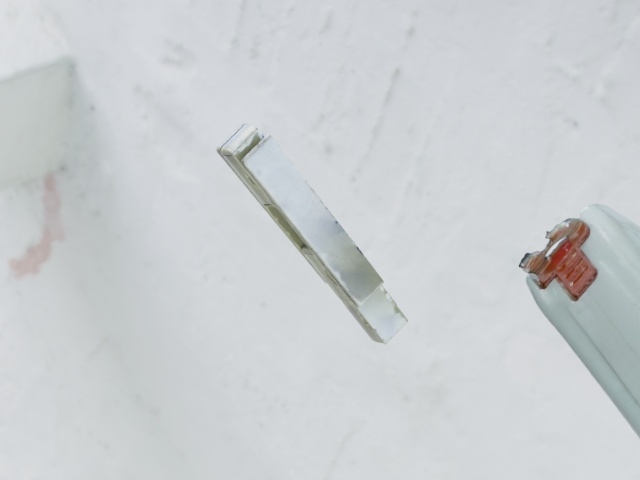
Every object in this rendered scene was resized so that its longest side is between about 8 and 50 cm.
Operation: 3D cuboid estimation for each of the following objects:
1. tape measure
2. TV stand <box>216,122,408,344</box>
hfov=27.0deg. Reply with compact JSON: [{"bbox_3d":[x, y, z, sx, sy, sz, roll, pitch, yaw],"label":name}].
[{"bbox_3d":[0.321,0.087,1.103,0.125,0.246,0.243,-55,-130,31],"label":"tape measure"},{"bbox_3d":[0.000,0.000,1.174,0.249,0.036,0.042,52,-18,-28],"label":"TV stand"}]
